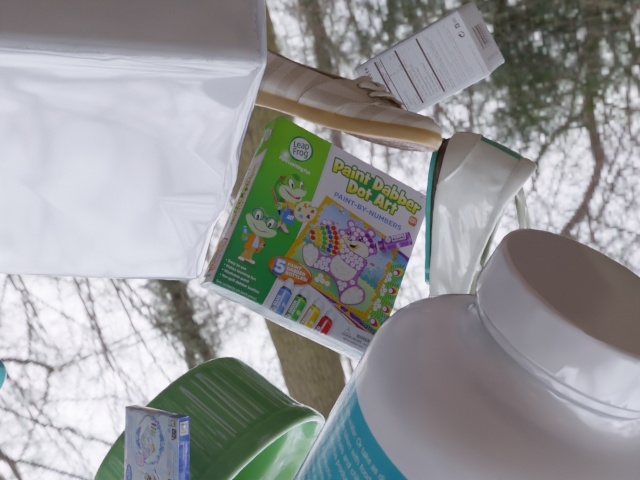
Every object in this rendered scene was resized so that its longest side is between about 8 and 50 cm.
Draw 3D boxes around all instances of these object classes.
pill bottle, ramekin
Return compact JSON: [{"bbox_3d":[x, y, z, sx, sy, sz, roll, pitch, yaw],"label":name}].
[{"bbox_3d":[0.060,0.127,0.452,0.146,0.264,0.146,21,-154,-11],"label":"pill bottle"},{"bbox_3d":[-0.149,0.294,1.264,0.148,0.303,0.303,39,-122,20],"label":"ramekin"}]

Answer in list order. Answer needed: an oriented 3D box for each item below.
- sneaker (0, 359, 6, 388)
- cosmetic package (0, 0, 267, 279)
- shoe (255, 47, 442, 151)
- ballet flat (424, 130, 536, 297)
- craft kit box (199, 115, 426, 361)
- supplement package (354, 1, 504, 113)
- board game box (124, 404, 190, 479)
[{"bbox_3d":[-0.391,0.185,0.935,0.110,0.107,0.275,27,-155,13],"label":"sneaker"},{"bbox_3d":[-0.266,-0.100,0.448,0.453,0.230,0.161,3,-114,-12],"label":"cosmetic package"},{"bbox_3d":[0.007,-0.127,0.859,0.219,0.058,0.076,19,-174,23],"label":"shoe"},{"bbox_3d":[0.174,0.071,1.148,0.139,0.400,0.139,4,-154,-2],"label":"ballet flat"},{"bbox_3d":[0.000,0.000,1.308,0.061,0.250,0.246,-25,-137,62],"label":"craft kit box"},{"bbox_3d":[0.160,-0.258,1.450,0.179,0.105,0.105,-25,-171,29],"label":"supplement package"},{"bbox_3d":[-0.179,0.231,1.077,0.090,0.090,0.020,3,-177,39],"label":"board game box"}]
